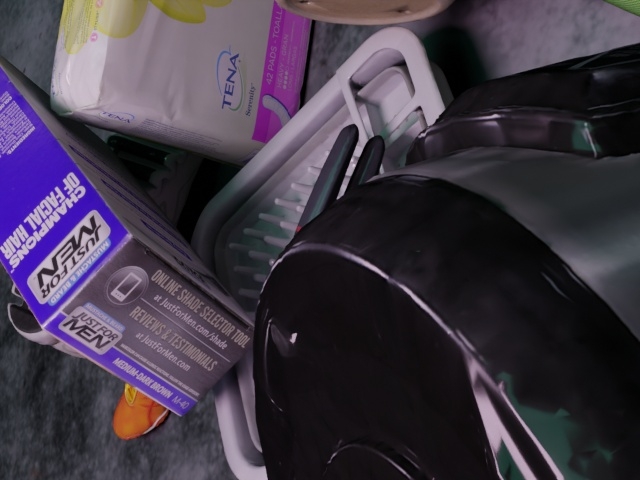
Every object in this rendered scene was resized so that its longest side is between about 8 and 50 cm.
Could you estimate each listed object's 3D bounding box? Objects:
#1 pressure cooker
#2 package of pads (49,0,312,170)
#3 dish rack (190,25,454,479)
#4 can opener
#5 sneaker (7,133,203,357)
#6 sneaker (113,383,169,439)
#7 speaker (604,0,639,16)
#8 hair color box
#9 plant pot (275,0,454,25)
[{"bbox_3d":[0.220,0.095,0.541,0.370,0.420,0.376,56,156,36],"label":"pressure cooker"},{"bbox_3d":[-0.118,-0.231,1.192,0.101,0.229,0.297,-4,76,51],"label":"package of pads"},{"bbox_3d":[0.022,0.022,1.068,0.333,0.072,0.286,-41,50,36],"label":"dish rack"},{"bbox_3d":[0.000,0.000,0.998,0.073,0.059,0.186,28,102,52],"label":"can opener"},{"bbox_3d":[-0.195,-0.011,1.324,0.110,0.118,0.292,27,80,44],"label":"sneaker"},{"bbox_3d":[-0.167,0.125,1.274,0.175,0.067,0.064,-58,43,24],"label":"sneaker"},{"bbox_3d":[0.234,-0.193,0.820,0.296,0.131,0.131,42,111,49],"label":"speaker"},{"bbox_3d":[-0.211,-0.016,1.133,0.110,0.185,0.339,-47,46,1],"label":"hair color box"},{"bbox_3d":[0.034,-0.272,0.986,0.284,0.284,0.191,-4,81,50],"label":"plant pot"}]
